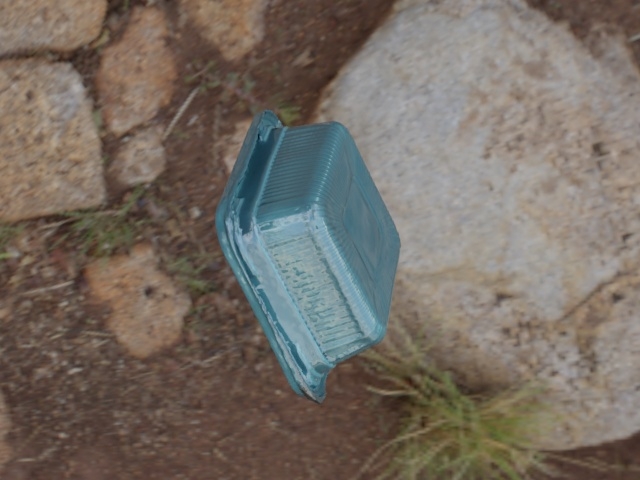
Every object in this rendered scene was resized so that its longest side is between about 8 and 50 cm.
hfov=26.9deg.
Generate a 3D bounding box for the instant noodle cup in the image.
[{"bbox_3d":[0.000,0.000,0.915,0.179,0.070,0.157,-74,143,-56],"label":"instant noodle cup"}]
